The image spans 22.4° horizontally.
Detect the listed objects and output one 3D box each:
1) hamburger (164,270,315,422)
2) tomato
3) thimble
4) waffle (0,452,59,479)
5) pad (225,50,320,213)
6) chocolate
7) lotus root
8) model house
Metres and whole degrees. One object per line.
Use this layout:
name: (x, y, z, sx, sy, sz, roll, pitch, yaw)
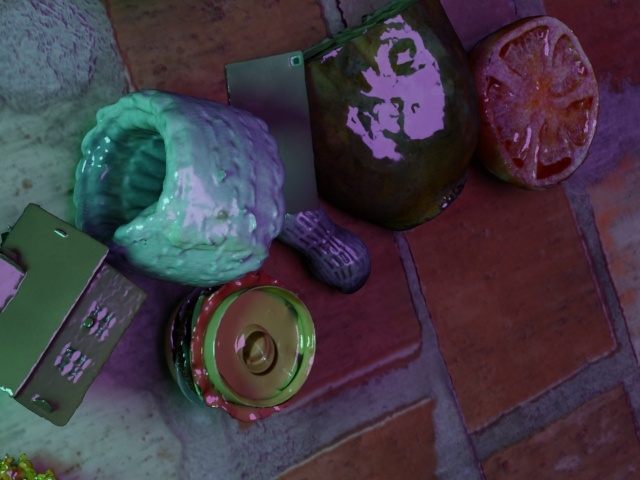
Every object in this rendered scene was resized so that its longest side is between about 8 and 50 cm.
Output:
hamburger: (-0.102, 0.121, 1.834, 0.175, 0.137, 0.175, 4, 83, -40)
tomato: (0.264, -0.183, 2.146, 0.236, 0.095, 0.237, -1, 91, -41)
thimble: (-0.156, -0.057, 1.747, 0.171, 0.250, 0.205, 15, 110, -34)
waffle: (-0.329, 0.329, 1.695, 0.197, 0.070, 0.193, 50, 61, -22)
pad: (-0.056, -0.123, 1.906, 0.006, 0.113, 0.188, -8, 91, -58)
chocolate: (0.000, 0.000, 1.959, 0.167, 0.072, 0.072, 44, 63, -22)
lotus root: (0.091, -0.143, 1.994, 0.267, 0.149, 0.260, -32, 104, -30)
model house: (-0.337, 0.043, 1.645, 0.248, 0.176, 0.181, 40, 74, -28)
